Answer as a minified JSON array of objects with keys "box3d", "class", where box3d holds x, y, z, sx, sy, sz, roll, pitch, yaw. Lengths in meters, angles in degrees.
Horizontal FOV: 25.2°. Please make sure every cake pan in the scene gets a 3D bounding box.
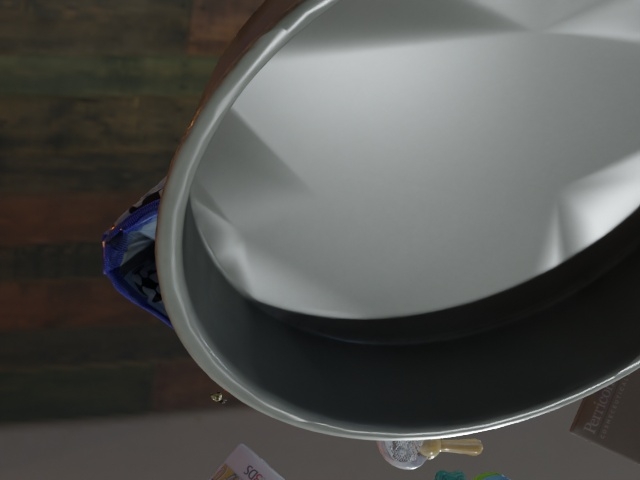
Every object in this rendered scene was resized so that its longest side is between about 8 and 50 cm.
[{"box3d":[0.070,-0.028,0.619,0.293,0.293,0.054,-2,-138,-18],"class":"cake pan"}]

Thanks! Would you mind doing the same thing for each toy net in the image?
[{"box3d":[0.112,0.236,1.430,0.122,0.232,0.045,-45,-159,-11],"class":"toy net"}]

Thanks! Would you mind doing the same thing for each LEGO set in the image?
[{"box3d":[-0.112,0.175,1.864,0.023,0.083,0.054,20,-173,33],"class":"LEGO set"}]

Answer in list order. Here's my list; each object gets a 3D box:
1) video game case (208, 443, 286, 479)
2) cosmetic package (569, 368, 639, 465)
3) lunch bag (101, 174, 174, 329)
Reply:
[{"box3d":[-0.118,0.339,1.543,0.227,0.026,0.206,-49,-156,-8],"class":"video game case"},{"box3d":[0.317,0.127,1.041,0.238,0.127,0.107,21,-170,18],"class":"cosmetic package"},{"box3d":[0.000,0.000,1.414,0.386,0.239,0.328,8,-168,3],"class":"lunch bag"}]
